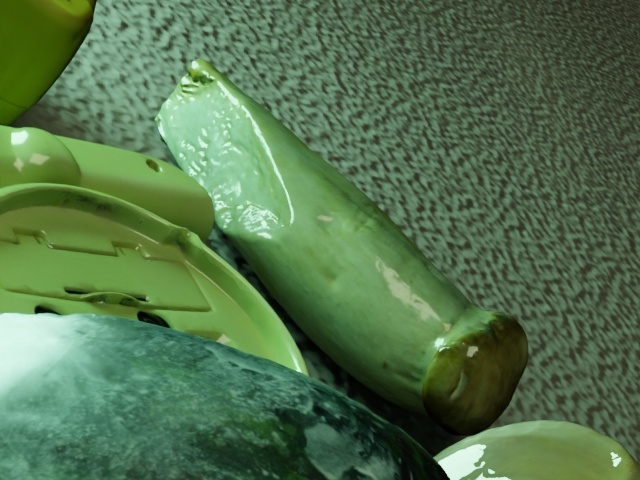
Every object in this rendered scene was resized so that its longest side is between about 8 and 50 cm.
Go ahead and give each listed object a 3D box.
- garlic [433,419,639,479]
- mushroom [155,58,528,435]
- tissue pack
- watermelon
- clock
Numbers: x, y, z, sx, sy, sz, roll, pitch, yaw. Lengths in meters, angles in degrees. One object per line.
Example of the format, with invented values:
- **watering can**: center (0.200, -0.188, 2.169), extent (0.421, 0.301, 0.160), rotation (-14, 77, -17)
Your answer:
- **garlic**: center (0.096, 0.199, 0.818), extent (0.142, 0.178, 0.229), rotation (58, 31, -34)
- **mushroom**: center (-0.002, 0.000, 1.089), extent (0.333, 0.087, 0.107), rotation (44, 21, 24)
- **tissue pack**: center (-0.206, -0.144, 1.029), extent (0.123, 0.127, 0.178), rotation (35, 24, -20)
- **watermelon**: center (-0.105, 0.170, 0.525), extent (0.320, 0.213, 0.289), rotation (-1, 42, -4)
- **clock**: center (-0.102, 0.072, 0.814), extent (0.235, 0.096, 0.308), rotation (9, 37, -46)
